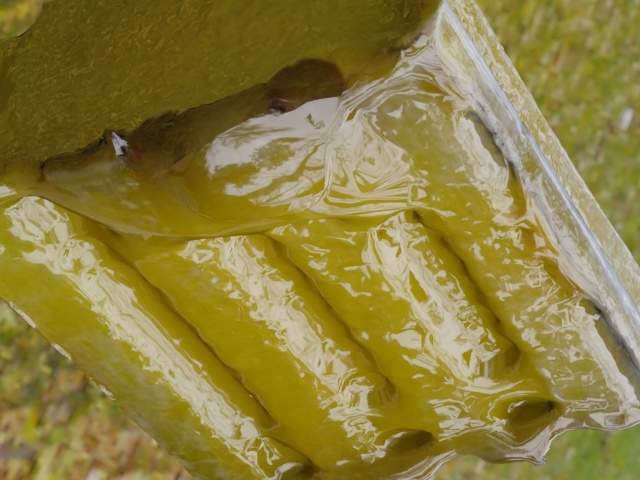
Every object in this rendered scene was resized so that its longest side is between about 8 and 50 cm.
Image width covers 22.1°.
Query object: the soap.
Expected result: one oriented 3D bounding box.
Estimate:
[{"bbox_3d":[0.000,0.000,0.763,0.281,0.259,0.143,54,32,-39],"label":"soap"}]
